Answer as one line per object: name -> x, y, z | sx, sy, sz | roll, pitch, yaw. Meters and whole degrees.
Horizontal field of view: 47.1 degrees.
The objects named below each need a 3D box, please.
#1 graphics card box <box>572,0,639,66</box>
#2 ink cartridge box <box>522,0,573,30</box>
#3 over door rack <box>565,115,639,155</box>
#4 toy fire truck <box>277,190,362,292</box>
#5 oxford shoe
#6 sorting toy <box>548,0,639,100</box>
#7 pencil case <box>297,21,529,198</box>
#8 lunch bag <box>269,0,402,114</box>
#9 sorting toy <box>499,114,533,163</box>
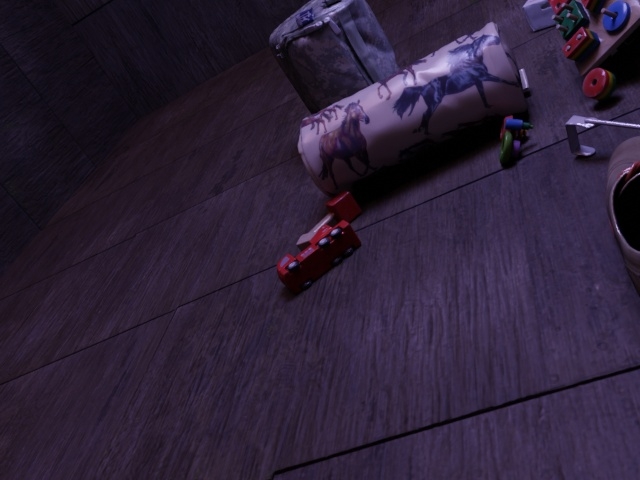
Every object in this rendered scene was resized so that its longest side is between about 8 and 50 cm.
graphics card box -> 0.560, -0.483, 1.169 | 0.371, 0.094, 0.233 | -50, 15, 47
ink cartridge box -> 0.507, -0.513, 1.544 | 0.109, 0.063, 0.150 | -7, 35, 45
over door rack -> 0.498, -0.219, 0.943 | 0.239, 0.108, 0.324 | -43, 25, -23
toy fire truck -> 0.000, 0.000, 1.225 | 0.192, 0.047, 0.135 | -38, 24, -8
oxford shoe -> 0.354, -0.042, 0.755 | 0.123, 0.130, 0.348 | -23, 26, 22
sorting toy -> 0.422, -0.358, 1.152 | 0.132, 0.046, 0.275 | -50, 38, 44
pencil case -> 0.165, -0.221, 1.289 | 0.410, 0.160, 0.183 | -25, -13, 13
lunch bag -> 0.058, -0.367, 1.534 | 0.212, 0.305, 0.256 | -38, 23, -9
sorting toy -> 0.308, -0.162, 1.155 | 0.042, 0.061, 0.102 | 9, 43, 7
